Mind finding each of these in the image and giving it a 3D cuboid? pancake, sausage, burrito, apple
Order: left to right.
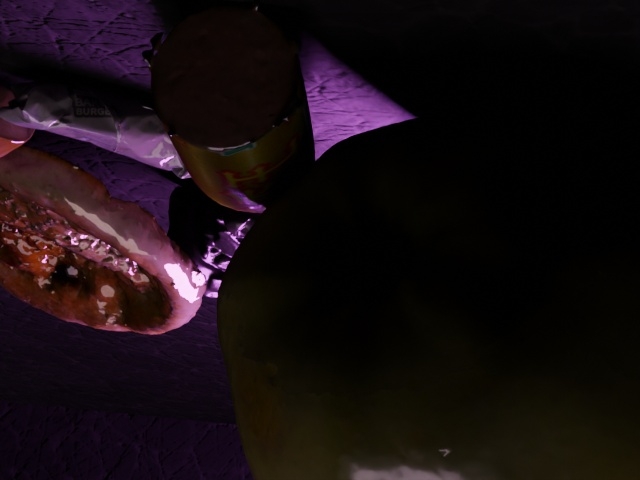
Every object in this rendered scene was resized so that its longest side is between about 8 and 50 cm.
[{"bbox_3d":[-0.273,-0.005,1.863,0.356,0.065,0.356,22,157,10],"label":"pancake"},{"bbox_3d":[-0.186,-0.105,1.658,0.203,0.064,0.064,16,164,-19],"label":"burrito"},{"bbox_3d":[-0.068,-0.087,1.534,0.125,0.117,0.317,-2,164,3],"label":"sausage"},{"bbox_3d":[0.142,0.108,1.539,0.473,0.474,0.473,8,165,2],"label":"apple"}]

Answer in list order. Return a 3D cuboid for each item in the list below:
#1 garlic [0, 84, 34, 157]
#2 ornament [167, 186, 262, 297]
[{"bbox_3d":[-0.365,-0.120,1.660,0.195,0.087,0.101,21,148,-30],"label":"garlic"},{"bbox_3d":[0.000,0.000,1.895,0.260,0.106,0.251,-15,152,42],"label":"ornament"}]
